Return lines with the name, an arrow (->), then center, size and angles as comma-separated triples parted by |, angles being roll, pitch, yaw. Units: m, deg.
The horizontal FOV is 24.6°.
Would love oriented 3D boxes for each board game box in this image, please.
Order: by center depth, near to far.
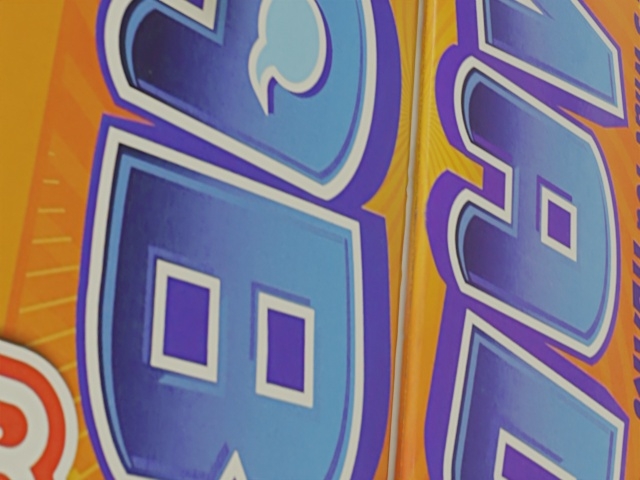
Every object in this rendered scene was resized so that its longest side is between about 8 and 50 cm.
board game box -> -0.094, 0.003, 0.570 | 0.356, 0.356, 0.356 | -20, 56, 42
